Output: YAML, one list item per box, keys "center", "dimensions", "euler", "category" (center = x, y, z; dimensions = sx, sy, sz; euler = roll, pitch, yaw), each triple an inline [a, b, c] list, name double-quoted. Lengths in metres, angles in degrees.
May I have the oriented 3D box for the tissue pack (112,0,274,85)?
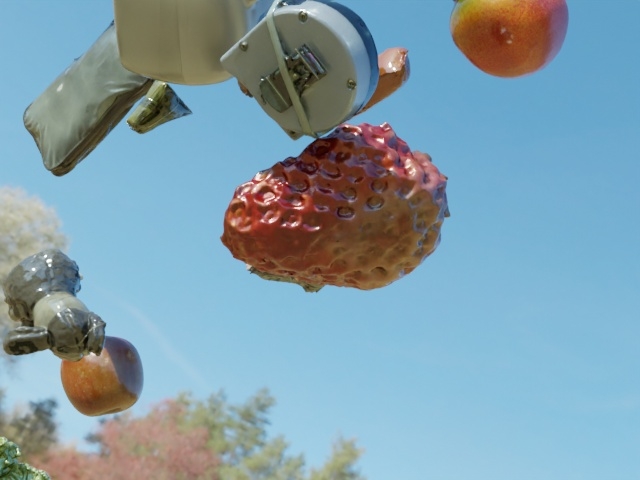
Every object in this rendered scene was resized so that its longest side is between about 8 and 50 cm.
- center: [-0.185, -0.399, 1.589]
  dimensions: [0.236, 0.333, 0.229]
  euler: [8, -59, 9]
  category: "tissue pack"

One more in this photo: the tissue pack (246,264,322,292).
- center: [0.000, 0.000, 2.306]
  dimensions: [0.245, 0.123, 0.332]
  euler: [25, -49, -36]
  category: "tissue pack"

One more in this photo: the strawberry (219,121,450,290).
- center: [0.031, -0.019, 1.349]
  dimensions: [0.149, 0.336, 0.265]
  euler: [55, -34, 40]
  category: "strawberry"

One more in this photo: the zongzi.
- center: [-0.284, -0.217, 1.682]
  dimensions: [0.052, 0.104, 0.113]
  euler: [35, -8, 30]
  category: "zongzi"

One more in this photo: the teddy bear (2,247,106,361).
- center: [-0.486, 0.143, 1.685]
  dimensions: [0.171, 0.251, 0.144]
  euler: [-13, -40, -21]
  category: "teddy bear"

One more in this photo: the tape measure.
- center: [-0.017, -0.231, 1.249]
  dimensions: [0.182, 0.107, 0.181]
  euler: [48, -49, 1]
  category: "tape measure"

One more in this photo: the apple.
- center: [-0.472, 0.295, 2.053]
  dimensions: [0.181, 0.168, 0.181]
  euler: [-18, -15, -5]
  category: "apple"

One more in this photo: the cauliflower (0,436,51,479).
- center: [-0.546, 0.470, 1.548]
  dimensions: [0.250, 0.275, 0.272]
  euler: [2, -59, 45]
  category: "cauliflower"

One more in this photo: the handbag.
- center: [-0.446, -0.286, 1.836]
  dimensions: [0.075, 0.332, 0.191]
  euler: [25, 27, -55]
  category: "handbag"

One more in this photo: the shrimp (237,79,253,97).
- center: [-0.094, -0.350, 1.959]
  dimensions: [0.046, 0.152, 0.219]
  euler: [40, 5, 40]
  category: "shrimp"

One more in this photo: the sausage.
- center: [0.078, -0.328, 2.130]
  dimensions: [0.348, 0.097, 0.094]
  euler: [-24, -50, 40]
  category: "sausage"

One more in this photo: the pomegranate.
- center: [0.332, -0.418, 1.734]
  dimensions: [0.257, 0.221, 0.221]
  euler: [37, -29, -7]
  category: "pomegranate"
